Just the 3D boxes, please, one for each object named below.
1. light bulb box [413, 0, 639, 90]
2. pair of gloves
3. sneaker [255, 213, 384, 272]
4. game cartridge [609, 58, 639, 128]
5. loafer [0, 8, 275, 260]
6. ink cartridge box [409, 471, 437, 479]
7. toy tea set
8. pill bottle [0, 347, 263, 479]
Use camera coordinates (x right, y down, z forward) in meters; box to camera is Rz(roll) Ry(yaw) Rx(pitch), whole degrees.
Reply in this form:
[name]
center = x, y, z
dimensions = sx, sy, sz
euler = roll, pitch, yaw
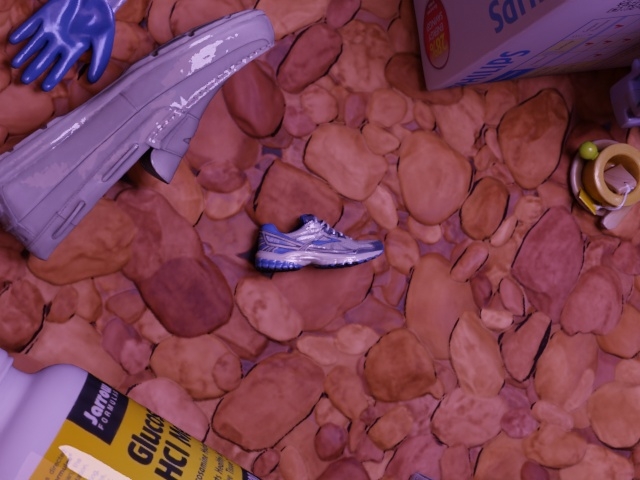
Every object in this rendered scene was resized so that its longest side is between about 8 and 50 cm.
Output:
[light bulb box]
center = 0.307, -0.305, 1.009
dimensions = 0.361, 0.358, 0.225
euler = -8, 86, -16
[pair of gloves]
center = -0.271, -0.244, 1.024
dimensions = 0.198, 0.023, 0.159
euler = 45, 76, -14
[sneaker]
center = 0.000, 0.000, 1.077
dimensions = 0.135, 0.052, 0.058
euler = -2, 85, -15
[game cartridge]
center = 0.427, -0.186, 0.919
dimensions = 0.230, 0.355, 0.068
euler = -14, 82, -11
[loafer]
center = -0.169, -0.106, 1.010
dimensions = 0.319, 0.112, 0.111
euler = -36, 102, -5
[ink cartridge box]
center = 0.150, 0.321, 1.099
dimensions = 0.150, 0.063, 0.109
euler = 25, 82, -13
[toy tea set]
center = 0.444, -0.031, 1.157
dimensions = 0.336, 0.124, 0.200
euler = 44, 78, -10
[pill bottle]
center = -0.204, 0.230, 0.943
dimensions = 0.334, 0.188, 0.188
euler = 34, 80, -12
